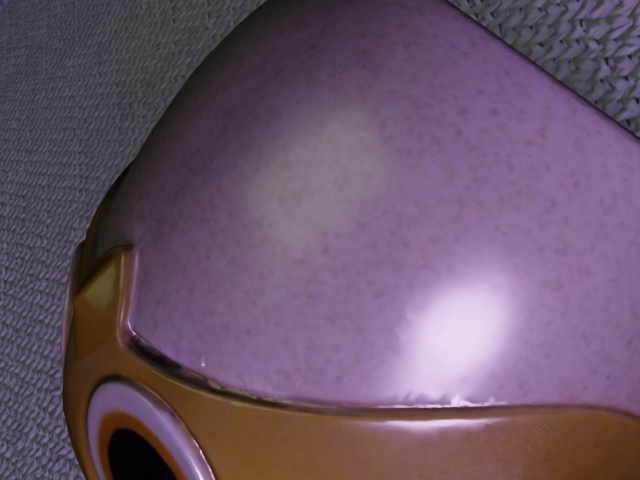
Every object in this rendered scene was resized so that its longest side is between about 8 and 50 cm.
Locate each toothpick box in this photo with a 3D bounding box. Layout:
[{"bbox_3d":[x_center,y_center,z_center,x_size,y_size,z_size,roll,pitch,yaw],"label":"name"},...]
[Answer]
[{"bbox_3d":[0.029,0.060,0.712,0.425,0.409,0.409,-55,36,15],"label":"toothpick box"}]
